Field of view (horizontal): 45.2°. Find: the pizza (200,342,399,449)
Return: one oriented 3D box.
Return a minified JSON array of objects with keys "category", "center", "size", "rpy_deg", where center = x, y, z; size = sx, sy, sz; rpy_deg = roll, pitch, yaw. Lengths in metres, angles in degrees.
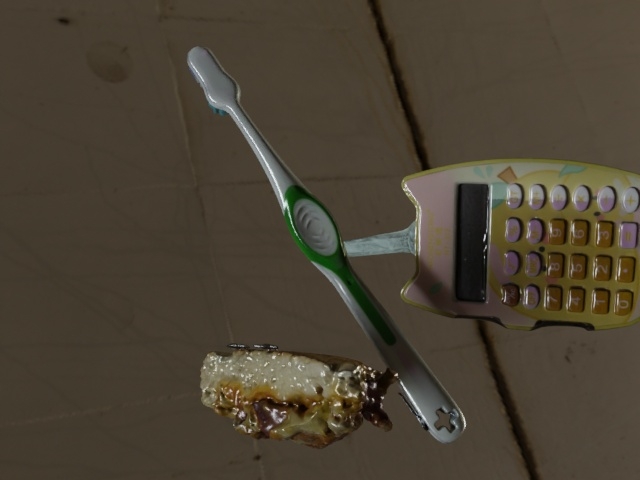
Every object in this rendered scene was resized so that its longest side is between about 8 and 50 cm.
[{"category":"pizza","center":[-0.005,0.118,0.560],"size":[0.154,0.194,0.069],"rpy_deg":[12,-101,-13]}]

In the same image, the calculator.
[{"category":"calculator","center":[0.190,0.004,0.691],"size":[0.236,0.157,0.033],"rpy_deg":[4,-168,20]}]

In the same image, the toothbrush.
[{"category":"toothbrush","center":[0.001,-0.001,0.681],"size":[0.042,0.040,0.418],"rpy_deg":[-33,-98,-14]}]

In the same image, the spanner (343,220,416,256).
[{"category":"spanner","center":[0.091,0.008,1.404],"size":[0.017,0.301,0.071],"rpy_deg":[-19,-81,-41]}]
